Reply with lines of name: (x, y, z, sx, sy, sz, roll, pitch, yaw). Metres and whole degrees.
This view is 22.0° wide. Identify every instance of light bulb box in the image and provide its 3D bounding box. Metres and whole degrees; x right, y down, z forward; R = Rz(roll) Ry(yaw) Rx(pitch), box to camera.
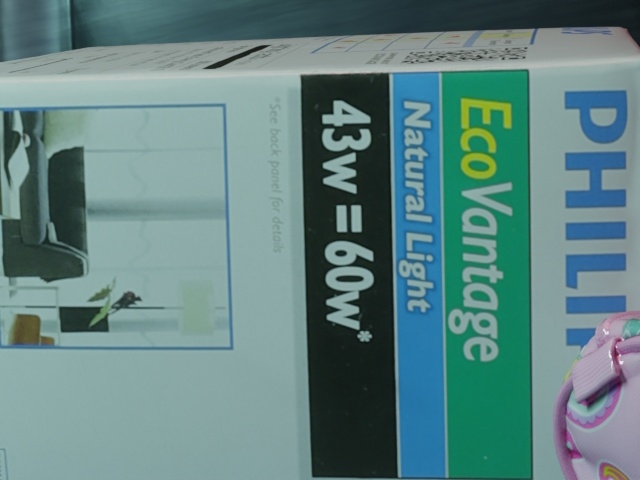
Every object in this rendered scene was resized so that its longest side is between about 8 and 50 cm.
light bulb box: (0.000, 0.000, 0.931, 0.361, 0.225, 0.358, 0, 10, 9)

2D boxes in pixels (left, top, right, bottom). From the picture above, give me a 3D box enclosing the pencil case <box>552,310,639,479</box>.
pencil case: (0.236, 0.048, 0.736, 0.284, 0.124, 0.124, -22, 10, -32)
